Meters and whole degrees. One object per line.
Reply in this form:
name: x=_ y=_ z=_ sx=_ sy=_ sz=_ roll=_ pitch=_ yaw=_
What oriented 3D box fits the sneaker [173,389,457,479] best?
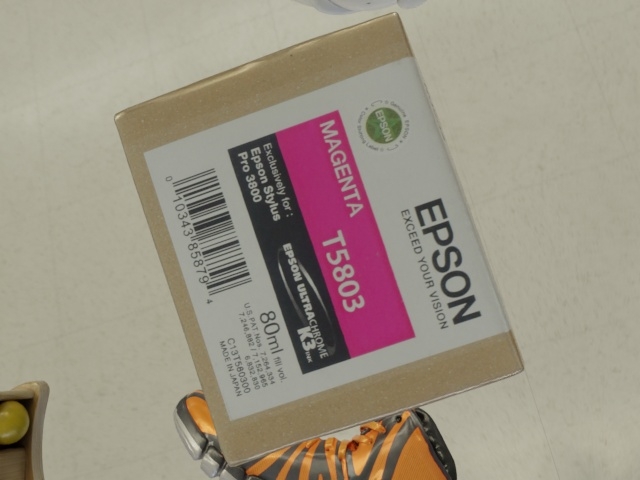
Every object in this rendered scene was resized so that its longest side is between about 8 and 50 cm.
sneaker: x=0.011 y=0.210 z=0.926 sx=0.321 sy=0.124 sz=0.180 roll=34 pitch=92 yaw=19

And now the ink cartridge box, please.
ink cartridge box: x=0.000 y=0.000 z=0.590 sx=0.193 sy=0.088 sz=0.235 roll=-20 pitch=87 yaw=7

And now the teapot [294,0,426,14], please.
teapot: x=0.034 y=-0.277 z=0.776 sx=0.256 sy=0.252 sz=0.187 roll=-26 pitch=79 yaw=0

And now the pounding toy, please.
pounding toy: x=-0.340 y=0.270 z=0.875 sx=0.154 sy=0.155 sz=0.269 roll=3 pitch=87 yaw=33
